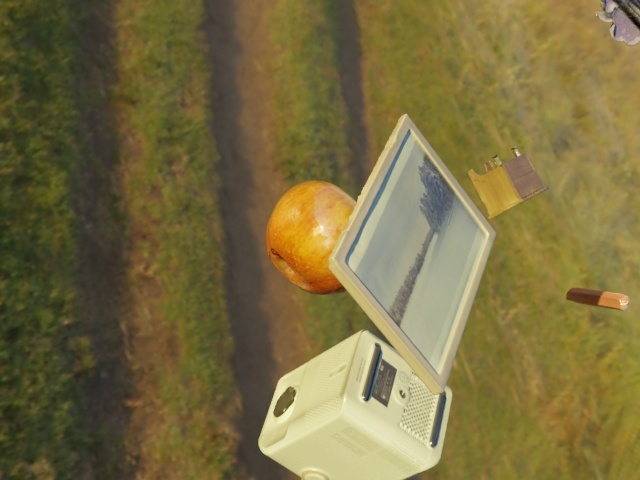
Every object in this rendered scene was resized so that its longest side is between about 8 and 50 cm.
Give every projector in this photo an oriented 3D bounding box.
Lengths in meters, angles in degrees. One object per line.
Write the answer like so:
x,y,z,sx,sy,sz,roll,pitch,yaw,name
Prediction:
0.041,0.257,1.558,0.177,0.242,0.163,36,47,-17,projector

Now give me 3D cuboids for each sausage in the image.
0.545,0.114,2.154,0.035,0.147,0.030,25,80,-37,sausage

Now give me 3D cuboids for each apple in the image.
0.000,0.000,1.907,0.210,0.173,0.235,47,-6,8,apple

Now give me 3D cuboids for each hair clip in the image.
0.590,-0.422,2.045,0.195,0.124,0.052,27,8,-33,hair clip

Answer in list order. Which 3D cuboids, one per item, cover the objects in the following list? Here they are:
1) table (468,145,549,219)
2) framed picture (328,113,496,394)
0.283,-0.091,1.673,0.083,0.070,0.082,-24,85,-47,table
0.118,0.009,1.302,0.213,0.016,0.289,51,40,-21,framed picture
